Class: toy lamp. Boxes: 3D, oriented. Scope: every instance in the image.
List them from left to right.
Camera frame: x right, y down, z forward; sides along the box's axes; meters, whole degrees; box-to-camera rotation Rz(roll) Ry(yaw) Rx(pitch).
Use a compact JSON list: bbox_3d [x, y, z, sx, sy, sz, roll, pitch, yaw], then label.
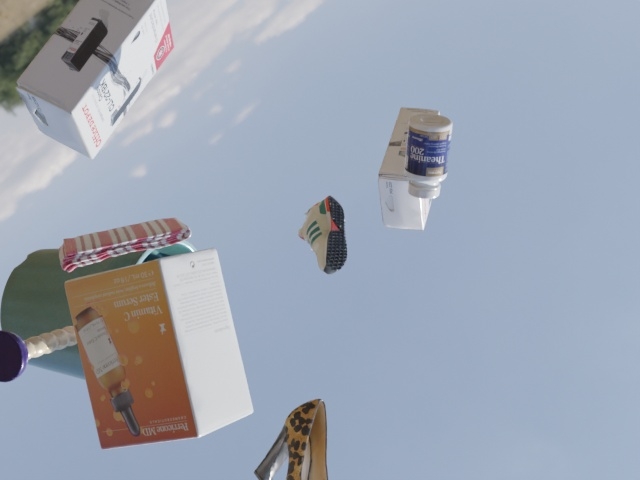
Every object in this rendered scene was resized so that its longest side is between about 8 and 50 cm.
[{"bbox_3d":[-0.370,0.139,1.392,0.080,0.080,0.275,-30,172,22],"label":"toy lamp"}]

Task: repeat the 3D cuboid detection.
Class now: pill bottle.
[{"bbox_3d":[0.163,-0.128,1.464,0.067,0.120,0.067,2,-155,-1],"label":"pill bottle"}]

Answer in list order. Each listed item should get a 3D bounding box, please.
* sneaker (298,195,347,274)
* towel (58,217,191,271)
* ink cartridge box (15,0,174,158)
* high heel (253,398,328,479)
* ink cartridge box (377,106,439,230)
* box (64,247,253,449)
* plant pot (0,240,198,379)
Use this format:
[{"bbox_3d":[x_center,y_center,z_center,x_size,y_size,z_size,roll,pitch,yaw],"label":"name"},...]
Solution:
[{"bbox_3d":[0.000,0.000,1.653,0.075,0.057,0.161,-25,-134,29],"label":"sneaker"},{"bbox_3d":[-0.302,0.002,1.477,0.197,0.029,0.144,-12,-167,-13],"label":"towel"},{"bbox_3d":[-0.379,-0.303,1.649,0.272,0.114,0.197,-57,173,-17],"label":"ink cartridge box"},{"bbox_3d":[0.008,0.410,1.695,0.261,0.093,0.186,37,-86,38],"label":"high heel"},{"bbox_3d":[0.192,-0.152,2.024,0.092,0.158,0.218,8,-131,17],"label":"ink cartridge box"},{"bbox_3d":[-0.158,0.106,0.940,0.130,0.170,0.091,-14,178,31],"label":"box"},{"bbox_3d":[-0.449,0.151,1.985,0.334,0.341,0.341,5,-141,26],"label":"plant pot"}]
